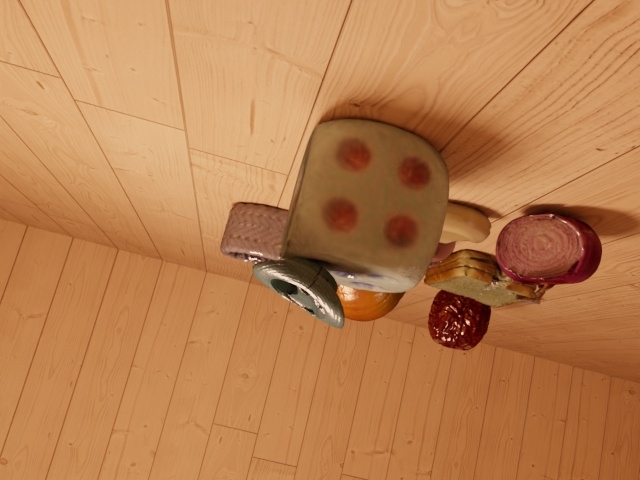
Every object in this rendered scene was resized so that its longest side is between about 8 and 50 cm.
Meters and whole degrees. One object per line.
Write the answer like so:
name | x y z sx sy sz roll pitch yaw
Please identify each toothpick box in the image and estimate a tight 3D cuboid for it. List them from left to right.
toothpick box | 0.291 0.015 1.656 0.098 0.099 0.149 14 168 0

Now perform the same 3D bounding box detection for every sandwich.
sandwich | 0.490 0.114 1.886 0.273 0.095 0.249 18 163 -14

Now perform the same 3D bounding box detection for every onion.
onion | 0.495 0.024 1.354 0.207 0.201 0.200 -36 139 30

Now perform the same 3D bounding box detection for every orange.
orange | 0.139 0.132 1.977 0.274 0.275 0.310 7 159 27

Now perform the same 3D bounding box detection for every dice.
dice | 0.078 -0.058 1.192 0.262 0.268 0.265 14 166 -7

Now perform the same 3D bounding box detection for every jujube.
jujube | 0.492 0.265 2.214 0.212 0.232 0.213 17 166 4

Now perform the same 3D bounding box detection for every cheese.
cheese | 0.261 -0.054 1.457 0.248 0.071 0.163 19 166 -18

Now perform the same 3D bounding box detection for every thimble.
thimble | -0.175 -0.012 1.899 0.245 0.157 0.217 7 168 31

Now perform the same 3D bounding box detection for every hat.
hat | -0.024 0.074 1.105 0.190 0.078 0.138 33 156 0

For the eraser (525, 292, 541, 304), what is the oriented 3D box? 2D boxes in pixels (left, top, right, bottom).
eraser | 0.684 0.188 2.150 0.103 0.023 0.150 3 163 37
